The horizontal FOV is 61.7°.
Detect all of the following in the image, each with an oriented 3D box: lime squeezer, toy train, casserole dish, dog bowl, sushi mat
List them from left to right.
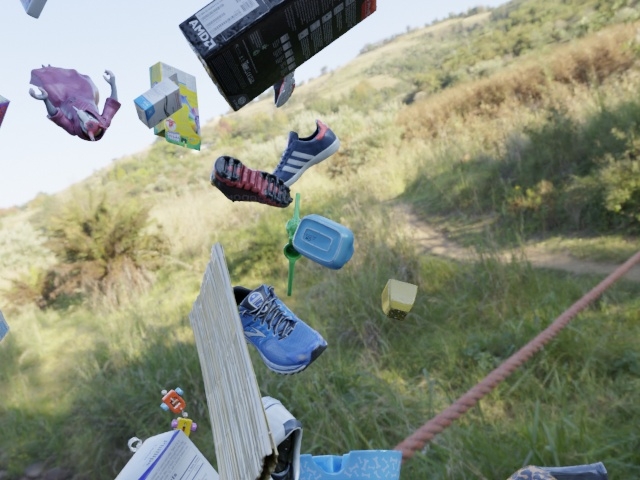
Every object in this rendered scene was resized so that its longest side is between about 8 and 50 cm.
[{"bbox_3d":[-0.369,0.436,1.263,0.166,0.125,0.046,-50,18,-25],"label":"toy train"},{"bbox_3d":[-0.112,0.154,0.625,0.019,0.151,0.316,7,34,-27],"label":"sushi mat"},{"bbox_3d":[-0.082,0.004,1.548,0.059,0.310,0.110,7,-9,-19],"label":"lime squeezer"},{"bbox_3d":[0.000,0.000,1.354,0.188,0.114,0.037,25,4,35],"label":"casserole dish"},{"bbox_3d":[0.066,0.578,1.353,0.297,0.074,0.166,-16,-30,27],"label":"dog bowl"}]

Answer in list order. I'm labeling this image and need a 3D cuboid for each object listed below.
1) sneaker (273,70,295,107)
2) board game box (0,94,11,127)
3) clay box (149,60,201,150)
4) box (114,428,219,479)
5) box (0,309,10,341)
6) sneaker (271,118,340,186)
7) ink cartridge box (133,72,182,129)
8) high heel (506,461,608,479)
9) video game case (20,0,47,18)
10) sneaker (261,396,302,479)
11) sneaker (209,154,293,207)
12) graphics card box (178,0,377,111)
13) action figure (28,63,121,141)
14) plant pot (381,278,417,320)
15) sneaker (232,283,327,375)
[{"bbox_3d":[-0.104,-0.421,1.390,0.061,0.065,0.158,-41,-20,-42],"label":"sneaker"},{"bbox_3d":[-0.750,-0.127,1.067,0.347,0.056,0.208,-58,4,18],"label":"board game box"},{"bbox_3d":[-0.388,-0.350,1.438,0.053,0.222,0.127,-13,-12,33],"label":"clay box"},{"bbox_3d":[-0.188,0.331,0.657,0.072,0.137,0.126,-23,17,31],"label":"box"},{"bbox_3d":[-0.679,0.136,0.938,0.203,0.114,0.103,17,48,4],"label":"box"},{"bbox_3d":[-0.105,-0.306,1.945,0.350,0.148,0.131,-38,22,-2],"label":"sneaker"},{"bbox_3d":[-0.243,-0.215,0.827,0.083,0.028,0.048,-44,-13,-23],"label":"ink cartridge box"},{"bbox_3d":[0.402,0.463,0.890,0.186,0.093,0.261,-15,5,16],"label":"high heel"},{"bbox_3d":[-0.453,-0.492,0.889,0.023,0.183,0.201,18,-63,-50],"label":"video game case"},{"bbox_3d":[-0.084,0.376,0.832,0.094,0.258,0.091,-8,22,-40],"label":"sneaker"},{"bbox_3d":[-0.221,-0.165,1.668,0.276,0.098,0.135,22,-32,-26],"label":"sneaker"},{"bbox_3d":[-0.063,-0.420,1.014,0.371,0.094,0.233,-37,-9,-1],"label":"graphics card box"},{"bbox_3d":[-0.735,-0.378,1.606,0.248,0.276,0.370,-16,48,-32],"label":"action figure"},{"bbox_3d":[0.211,0.168,1.454,0.081,0.081,0.083,15,49,-1],"label":"plant pot"},{"bbox_3d":[-0.121,0.192,1.229,0.330,0.147,0.130,18,49,44],"label":"sneaker"}]
